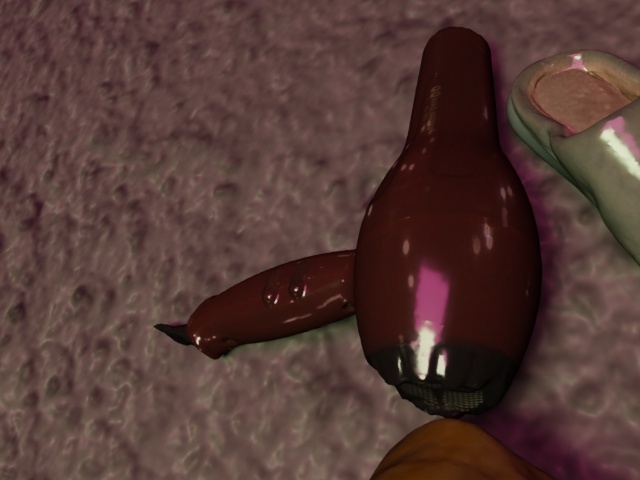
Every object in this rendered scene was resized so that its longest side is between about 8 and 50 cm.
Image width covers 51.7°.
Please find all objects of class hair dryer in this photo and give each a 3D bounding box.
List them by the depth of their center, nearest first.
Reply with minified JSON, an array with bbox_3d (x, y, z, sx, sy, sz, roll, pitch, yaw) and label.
[{"bbox_3d":[0.000,0.000,0.535,0.340,0.123,0.313,-18,49,29],"label":"hair dryer"}]

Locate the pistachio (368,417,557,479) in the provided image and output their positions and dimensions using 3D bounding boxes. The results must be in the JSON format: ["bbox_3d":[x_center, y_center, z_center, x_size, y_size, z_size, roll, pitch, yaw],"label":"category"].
[{"bbox_3d":[0.063,0.236,0.349,0.213,0.162,0.261,-147,75,-71],"label":"pistachio"}]

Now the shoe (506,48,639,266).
[{"bbox_3d":[0.215,-0.060,0.442,0.103,0.100,0.251,-38,54,4],"label":"shoe"}]
